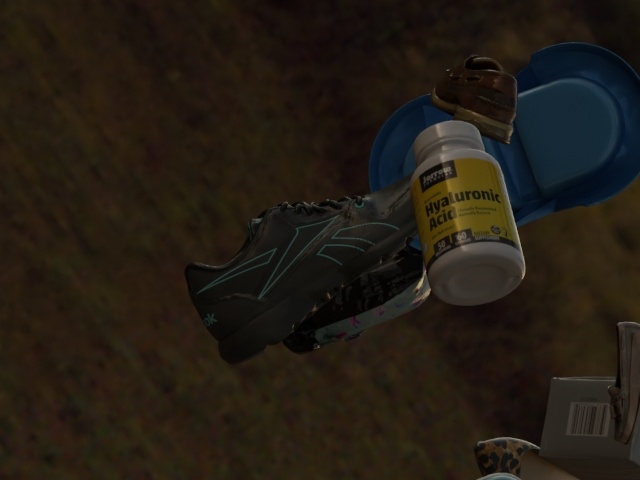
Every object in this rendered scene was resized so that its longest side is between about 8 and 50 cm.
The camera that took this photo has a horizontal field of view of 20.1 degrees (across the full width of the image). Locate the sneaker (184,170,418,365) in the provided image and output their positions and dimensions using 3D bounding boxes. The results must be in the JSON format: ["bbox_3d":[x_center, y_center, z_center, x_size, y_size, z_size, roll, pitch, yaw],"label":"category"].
[{"bbox_3d":[0.000,0.000,1.636,0.106,0.267,0.101,54,-11,1],"label":"sneaker"}]

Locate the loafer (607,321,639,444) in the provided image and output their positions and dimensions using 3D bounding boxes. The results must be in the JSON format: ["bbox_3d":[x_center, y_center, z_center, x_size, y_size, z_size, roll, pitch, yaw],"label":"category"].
[{"bbox_3d":[0.310,0.145,1.853,0.039,0.125,0.045,12,-6,-8],"label":"loafer"}]

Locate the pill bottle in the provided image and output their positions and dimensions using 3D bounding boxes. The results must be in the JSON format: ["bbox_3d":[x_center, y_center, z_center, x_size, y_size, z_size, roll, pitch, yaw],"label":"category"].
[{"bbox_3d":[0.094,-0.020,1.203,0.065,0.065,0.116,43,30,-48],"label":"pill bottle"}]

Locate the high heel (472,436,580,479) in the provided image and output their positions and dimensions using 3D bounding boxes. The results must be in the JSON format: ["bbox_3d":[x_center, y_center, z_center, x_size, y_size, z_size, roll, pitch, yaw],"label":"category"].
[{"bbox_3d":[0.337,0.321,2.430,0.261,0.186,0.093,36,60,-39],"label":"high heel"}]

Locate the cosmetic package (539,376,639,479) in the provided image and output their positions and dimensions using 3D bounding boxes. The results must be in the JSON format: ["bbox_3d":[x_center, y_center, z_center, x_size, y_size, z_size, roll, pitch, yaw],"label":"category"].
[{"bbox_3d":[0.367,0.240,2.068,0.238,0.127,0.107,30,65,-46],"label":"cosmetic package"}]

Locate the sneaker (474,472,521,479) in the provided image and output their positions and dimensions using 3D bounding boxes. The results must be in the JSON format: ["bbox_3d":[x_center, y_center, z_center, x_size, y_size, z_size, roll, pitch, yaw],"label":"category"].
[{"bbox_3d":[0.147,0.375,2.103,0.127,0.319,0.208,42,-20,12],"label":"sneaker"}]

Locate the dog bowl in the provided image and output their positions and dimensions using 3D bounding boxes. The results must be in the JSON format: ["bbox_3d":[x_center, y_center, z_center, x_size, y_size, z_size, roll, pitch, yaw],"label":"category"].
[{"bbox_3d":[0.198,-0.091,1.849,0.074,0.297,0.166,4,66,-75],"label":"dog bowl"}]

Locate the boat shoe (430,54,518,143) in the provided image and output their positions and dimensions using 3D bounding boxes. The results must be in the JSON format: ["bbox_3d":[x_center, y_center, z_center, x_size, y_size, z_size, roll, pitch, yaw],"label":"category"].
[{"bbox_3d":[0.141,-0.130,1.577,0.064,0.060,0.178,19,10,-10],"label":"boat shoe"}]

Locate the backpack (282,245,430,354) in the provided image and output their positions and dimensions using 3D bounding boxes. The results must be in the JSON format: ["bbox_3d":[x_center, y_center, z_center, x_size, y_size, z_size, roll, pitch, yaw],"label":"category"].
[{"bbox_3d":[0.034,0.035,1.985,0.115,0.182,0.152,39,32,-75],"label":"backpack"}]
